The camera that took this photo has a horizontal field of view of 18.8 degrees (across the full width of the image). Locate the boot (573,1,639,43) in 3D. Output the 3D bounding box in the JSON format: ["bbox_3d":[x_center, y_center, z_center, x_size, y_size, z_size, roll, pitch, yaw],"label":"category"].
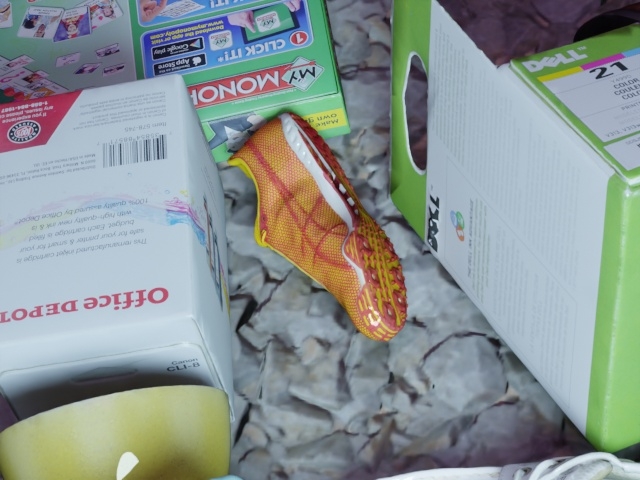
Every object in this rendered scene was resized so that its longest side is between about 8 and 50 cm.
[{"bbox_3d":[0.319,-0.147,1.166,0.280,0.264,0.096,-23,91,-26],"label":"boot"}]

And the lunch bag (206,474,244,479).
[{"bbox_3d":[-0.100,0.274,0.954,0.262,0.160,0.223,-25,58,8],"label":"lunch bag"}]

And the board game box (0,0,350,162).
[{"bbox_3d":[-0.151,-0.131,1.305,0.317,0.046,0.213,-12,55,4],"label":"board game box"}]

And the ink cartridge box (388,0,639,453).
[{"bbox_3d":[0.135,-0.037,1.088,0.097,0.189,0.255,-18,42,-19],"label":"ink cartridge box"}]

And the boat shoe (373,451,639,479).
[{"bbox_3d":[0.134,0.151,1.021,0.277,0.096,0.098,1,57,12],"label":"boat shoe"}]

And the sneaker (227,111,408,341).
[{"bbox_3d":[0.000,0.000,1.186,0.067,0.064,0.175,-40,52,14],"label":"sneaker"}]

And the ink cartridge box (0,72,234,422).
[{"bbox_3d":[-0.126,0.015,1.149,0.128,0.127,0.176,-8,55,6],"label":"ink cartridge box"}]

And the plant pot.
[{"bbox_3d":[-0.107,0.145,1.070,0.134,0.134,0.095,-13,74,3],"label":"plant pot"}]
